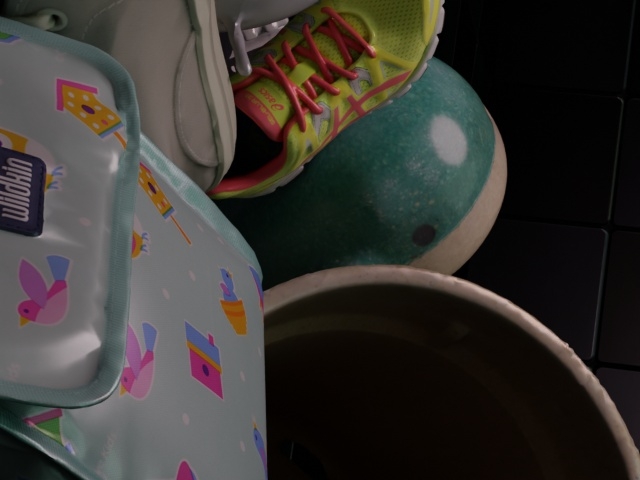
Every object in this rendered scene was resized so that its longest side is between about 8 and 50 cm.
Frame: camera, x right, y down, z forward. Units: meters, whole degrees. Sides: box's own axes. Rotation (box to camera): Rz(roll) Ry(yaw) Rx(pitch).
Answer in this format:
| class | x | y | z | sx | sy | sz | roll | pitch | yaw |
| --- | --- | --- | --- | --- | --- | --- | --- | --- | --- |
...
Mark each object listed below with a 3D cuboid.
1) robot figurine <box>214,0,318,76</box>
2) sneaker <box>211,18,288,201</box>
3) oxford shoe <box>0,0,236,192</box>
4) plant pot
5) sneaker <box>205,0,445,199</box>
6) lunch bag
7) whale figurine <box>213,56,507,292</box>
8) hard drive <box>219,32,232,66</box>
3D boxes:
| class | x | y | z | sx | sy | sz | roll | pitch | yaw |
| --- | --- | --- | --- | --- | --- | --- | --- | --- | --- |
| robot figurine | -0.060 | -0.269 | 0.929 | 0.300 | 0.199 | 0.354 | -165 | -101 | -68 |
| sneaker | -0.067 | -0.070 | 1.277 | 0.118 | 0.110 | 0.292 | -149 | -134 | -63 |
| oxford shoe | -0.138 | -0.112 | 0.784 | 0.130 | 0.169 | 0.449 | -58 | 159 | -21 |
| plant pot | -0.012 | 0.202 | 1.064 | 0.305 | 0.333 | 0.334 | 157 | -55 | -67 |
| sneaker | -0.007 | -0.091 | 0.996 | 0.208 | 0.081 | 0.094 | -49 | 172 | 25 |
| lunch bag | -0.134 | 0.037 | 0.701 | 0.262 | 0.160 | 0.223 | 53 | 23 | -39 |
| whale figurine | -0.013 | -0.029 | 1.131 | 0.141 | 0.272 | 0.216 | 52 | 14 | -40 |
| hard drive | -0.090 | -0.116 | 1.101 | 0.172 | 0.054 | 0.255 | 107 | -1 | -74 |
